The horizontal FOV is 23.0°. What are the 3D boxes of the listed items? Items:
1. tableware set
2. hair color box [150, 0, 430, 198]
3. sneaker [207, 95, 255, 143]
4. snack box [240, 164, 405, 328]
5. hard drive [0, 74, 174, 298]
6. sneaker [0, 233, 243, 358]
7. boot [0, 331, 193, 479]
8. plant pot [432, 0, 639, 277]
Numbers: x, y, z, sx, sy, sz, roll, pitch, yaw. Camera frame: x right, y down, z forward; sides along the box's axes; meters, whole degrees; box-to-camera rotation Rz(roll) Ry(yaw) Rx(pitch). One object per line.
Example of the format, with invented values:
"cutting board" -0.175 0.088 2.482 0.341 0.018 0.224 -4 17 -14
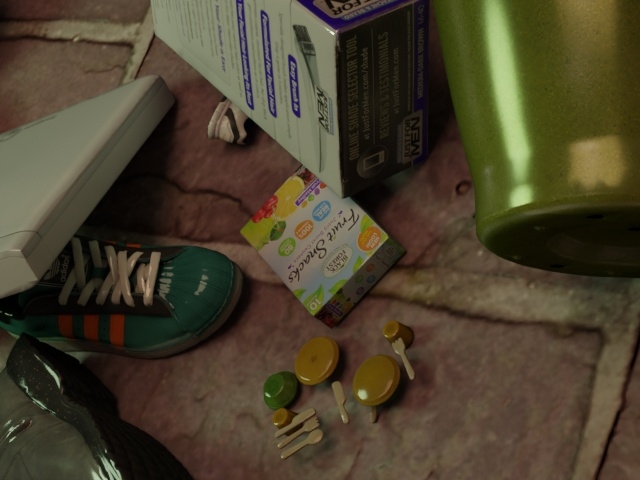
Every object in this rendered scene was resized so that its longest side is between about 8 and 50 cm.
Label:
"tableware set" 0.017 0.123 1.383 0.154 0.024 0.104 -35 47 17
"hair color box" -0.038 -0.210 1.474 0.110 0.185 0.339 -25 46 -23
"sneaker" -0.076 -0.142 1.590 0.043 0.040 0.109 20 68 8
"snack box" 0.000 0.000 1.451 0.100 0.037 0.141 -47 48 6
"hard drive" -0.305 -0.039 1.564 0.233 0.047 0.353 -18 24 27
"sneaker" -0.222 0.048 1.526 0.302 0.121 0.108 -7 62 32
"boot" -0.252 0.253 1.456 0.223 0.118 0.338 -55 37 1
"plant pot" 0.241 -0.162 1.197 0.366 0.366 0.353 -6 75 33
